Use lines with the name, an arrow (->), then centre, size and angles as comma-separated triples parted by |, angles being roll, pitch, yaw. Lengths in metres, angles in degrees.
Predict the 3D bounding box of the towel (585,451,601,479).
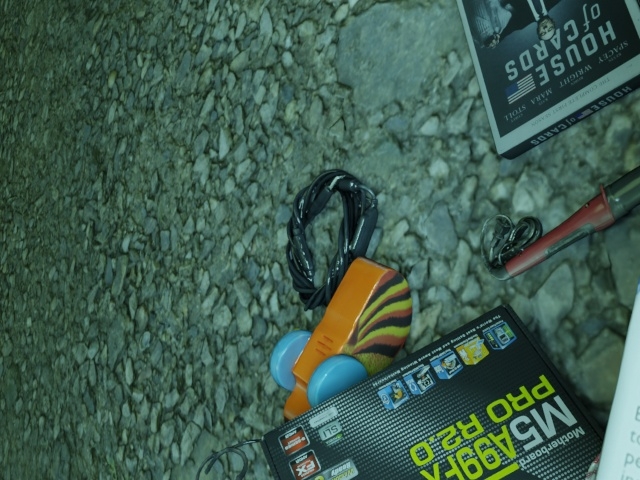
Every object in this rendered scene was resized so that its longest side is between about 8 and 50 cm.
towel -> 0.268, 0.088, 0.545 | 0.029, 0.144, 0.197 | 43, 116, 20

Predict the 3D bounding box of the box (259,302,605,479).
box -> 0.107, 0.207, 0.656 | 0.270, 0.060, 0.216 | -28, 51, 0

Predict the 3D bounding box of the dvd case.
dvd case -> 0.228, -0.225, 0.757 | 0.179, 0.030, 0.238 | -32, 58, 42

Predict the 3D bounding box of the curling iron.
curling iron -> 0.250, -0.040, 0.679 | 0.274, 0.035, 0.068 | -35, 56, 40

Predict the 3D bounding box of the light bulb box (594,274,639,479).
light bulb box -> 0.319, 0.050, 0.326 | 0.225, 0.358, 0.361 | 12, 89, 48

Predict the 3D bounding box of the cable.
cable -> 0.000, 0.000, 0.955 | 0.150, 0.047, 0.184 | 28, 103, 49

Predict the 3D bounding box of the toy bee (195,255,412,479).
toy bee -> 0.009, 0.171, 0.848 | 0.298, 0.162, 0.195 | -40, 39, 6
